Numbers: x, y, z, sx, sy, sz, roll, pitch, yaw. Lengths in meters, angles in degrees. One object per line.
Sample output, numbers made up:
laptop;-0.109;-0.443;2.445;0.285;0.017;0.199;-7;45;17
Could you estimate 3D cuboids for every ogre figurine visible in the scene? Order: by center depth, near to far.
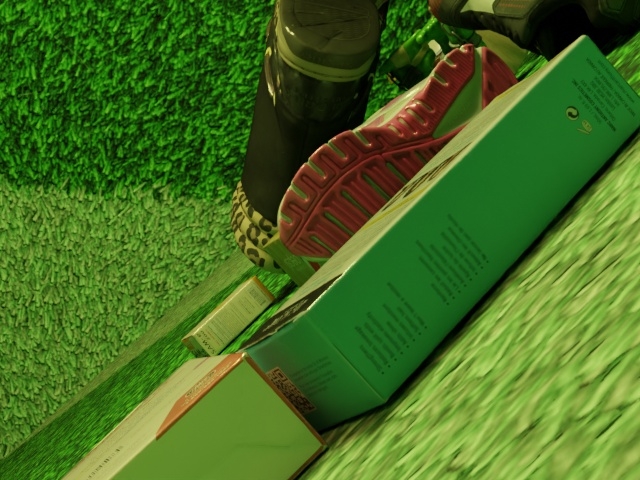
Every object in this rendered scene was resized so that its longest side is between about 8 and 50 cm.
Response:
ogre figurine;0.140;-0.176;1.484;0.097;0.118;0.197;-50;7;-36

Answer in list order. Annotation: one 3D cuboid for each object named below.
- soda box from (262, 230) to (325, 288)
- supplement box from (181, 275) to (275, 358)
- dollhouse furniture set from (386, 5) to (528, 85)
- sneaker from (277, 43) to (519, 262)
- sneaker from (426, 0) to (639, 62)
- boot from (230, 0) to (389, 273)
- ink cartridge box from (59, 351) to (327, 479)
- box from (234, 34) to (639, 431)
soda box;0.000;0.000;1.340;0.058;0.061;0.181;-44;4;-14
supplement box;-0.101;0.087;1.551;0.098;0.036;0.062;-43;4;-19
dollhouse furniture set;0.112;-0.242;1.723;0.303;0.198;0.286;-45;8;44
sneaker;0.063;-0.062;1.230;0.252;0.103;0.111;-36;-2;-19
sneaker;0.184;-0.210;1.240;0.276;0.098;0.135;-5;76;55
boot;-0.009;-0.159;1.575;0.377;0.138;0.284;-88;10;-62
ink cartridge box;-0.080;0.123;0.761;0.115;0.067;0.198;-43;6;-14
box;0.068;-0.005;0.755;0.244;0.060;0.100;-44;4;-28
